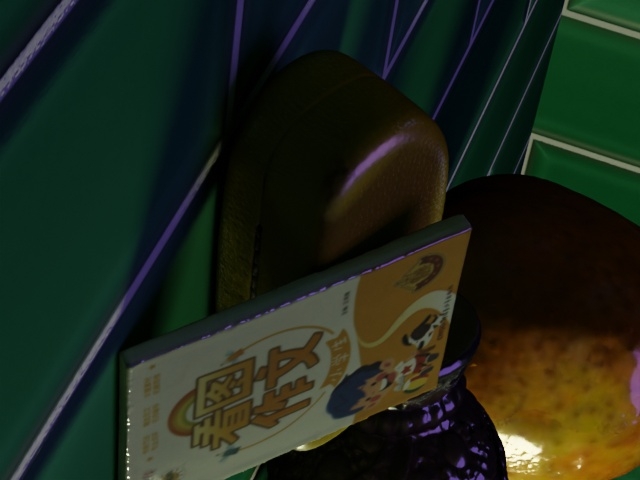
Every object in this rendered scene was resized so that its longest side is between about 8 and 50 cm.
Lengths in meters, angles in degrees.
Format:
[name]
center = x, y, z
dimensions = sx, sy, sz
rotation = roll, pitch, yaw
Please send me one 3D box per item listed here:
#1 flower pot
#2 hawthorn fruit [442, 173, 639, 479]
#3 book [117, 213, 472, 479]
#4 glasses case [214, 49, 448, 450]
[flower pot]
center = 0.072, 0.194, 2.022
dimensions = 0.266, 0.266, 0.267
rotation = -57, 153, -54
[hawthorn fruit]
center = 0.288, 0.141, 2.561
dimensions = 0.472, 0.471, 0.472
rotation = 19, 90, -80
[book]
center = -0.022, 0.100, 1.452
dimensions = 0.295, 0.020, 0.208
rotation = -22, 145, -23
[glasses case]
center = 0.000, 0.000, 1.523
dimensions = 0.173, 0.141, 0.371
rotation = -35, 151, -31
